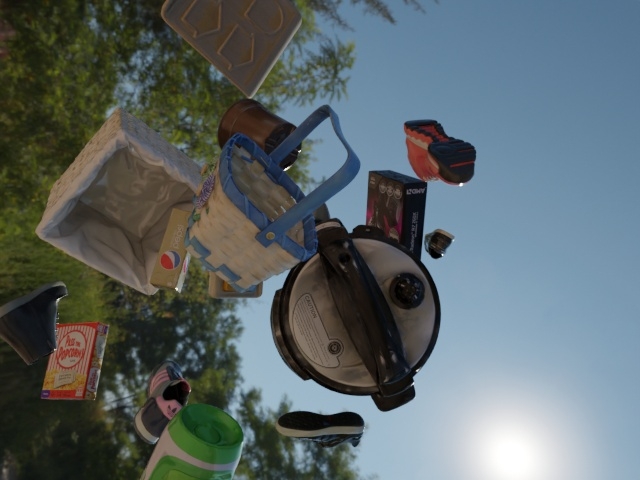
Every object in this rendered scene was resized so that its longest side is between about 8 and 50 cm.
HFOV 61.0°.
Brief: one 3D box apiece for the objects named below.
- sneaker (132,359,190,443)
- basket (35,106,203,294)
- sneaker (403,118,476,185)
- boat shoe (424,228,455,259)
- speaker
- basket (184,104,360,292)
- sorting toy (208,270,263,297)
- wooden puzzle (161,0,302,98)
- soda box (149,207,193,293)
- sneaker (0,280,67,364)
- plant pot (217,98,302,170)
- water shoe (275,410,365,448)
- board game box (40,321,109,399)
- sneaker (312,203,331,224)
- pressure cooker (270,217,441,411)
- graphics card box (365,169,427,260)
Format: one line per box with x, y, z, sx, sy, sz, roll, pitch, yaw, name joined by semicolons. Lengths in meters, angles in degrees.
-0.390;0.399;1.443;0.112;0.131;0.319;49;7;-19;sneaker
-0.469;-0.102;1.382;0.328;0.331;0.266;-46;-147;9;basket
0.300;-0.197;1.373;0.314;0.116;0.136;-111;-164;-55;sneaker
0.373;0.022;1.775;0.233;0.084;0.079;82;32;-81;boat shoe
-0.228;0.408;0.842;0.131;0.131;0.296;37;-76;51;speaker
-0.072;-0.076;0.849;0.201;0.289;0.254;47;14;-27;basket
-0.249;0.083;1.679;0.038;0.208;0.193;0;-95;39;sorting toy
-0.249;-0.637;1.555;0.080;0.348;0.322;11;-113;51;wooden puzzle
-0.325;0.022;1.227;0.058;0.061;0.181;100;3;-73;soda box
-0.534;0.158;1.037;0.118;0.083;0.222;57;8;-8;sneaker
-0.146;-0.257;1.380;0.165;0.167;0.167;31;-53;37;plant pot
-0.001;0.432;1.211;0.073;0.203;0.080;-109;-156;-67;water shoe
-0.635;0.313;1.408;0.147;0.045;0.193;-7;-114;22;board game box
0.000;0.000;1.695;0.178;0.124;0.295;154;-64;-73;sneaker
0.078;0.165;1.263;0.420;0.370;0.375;117;-3;-79;pressure cooker
0.236;-0.030;1.765;0.233;0.094;0.370;-143;-128;-61;graphics card box
